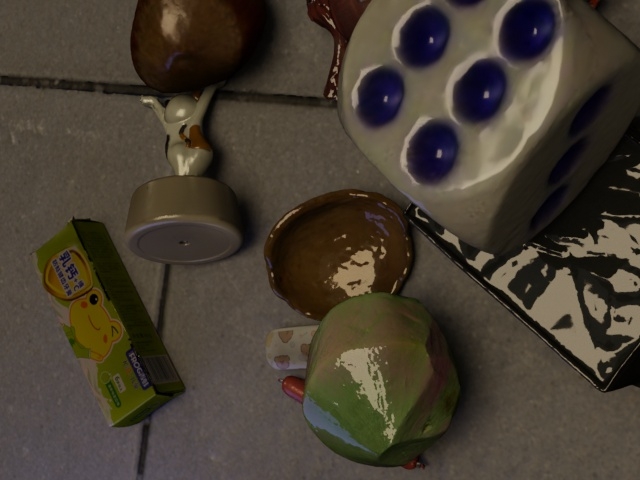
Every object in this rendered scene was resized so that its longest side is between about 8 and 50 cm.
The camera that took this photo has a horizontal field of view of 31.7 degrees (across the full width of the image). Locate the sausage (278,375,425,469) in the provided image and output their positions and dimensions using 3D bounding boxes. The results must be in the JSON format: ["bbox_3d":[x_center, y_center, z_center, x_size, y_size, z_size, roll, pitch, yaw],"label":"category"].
[{"bbox_3d":[0.041,0.254,1.584,0.253,0.034,0.034,28,100,27],"label":"sausage"}]

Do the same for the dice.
[{"bbox_3d":[0.178,-0.159,1.182,0.243,0.251,0.259,45,106,22],"label":"dice"}]

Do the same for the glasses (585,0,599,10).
[{"bbox_3d":[0.265,-0.404,1.368,0.234,0.268,0.118,31,59,11],"label":"glasses"}]

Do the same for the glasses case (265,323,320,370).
[{"bbox_3d":[-0.005,0.151,1.609,0.164,0.041,0.063,-7,85,28],"label":"glasses case"}]

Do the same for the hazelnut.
[{"bbox_3d":[-0.189,-0.322,1.647,0.210,0.186,0.210,-3,84,27],"label":"hazelnut"}]

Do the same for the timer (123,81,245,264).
[{"bbox_3d":[-0.203,-0.116,1.687,0.175,0.175,0.266,-15,64,26],"label":"timer"}]

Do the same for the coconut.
[{"bbox_3d":[0.079,0.183,1.443,0.204,0.236,0.236,18,98,-12],"label":"coconut"}]

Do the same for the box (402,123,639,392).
[{"bbox_3d":[0.316,-0.024,1.358,0.345,0.204,0.251,43,106,23],"label":"box"}]

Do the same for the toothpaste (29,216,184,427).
[{"bbox_3d":[-0.336,0.128,1.765,0.110,0.077,0.327,-37,71,23],"label":"toothpaste"}]

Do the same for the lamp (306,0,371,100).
[{"bbox_3d":[0.084,-0.309,1.541,0.223,0.151,0.215,137,126,-66],"label":"lamp"}]

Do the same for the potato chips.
[{"bbox_3d":[0.027,0.015,1.571,0.195,0.062,0.208,36,102,-8],"label":"potato chips"}]
